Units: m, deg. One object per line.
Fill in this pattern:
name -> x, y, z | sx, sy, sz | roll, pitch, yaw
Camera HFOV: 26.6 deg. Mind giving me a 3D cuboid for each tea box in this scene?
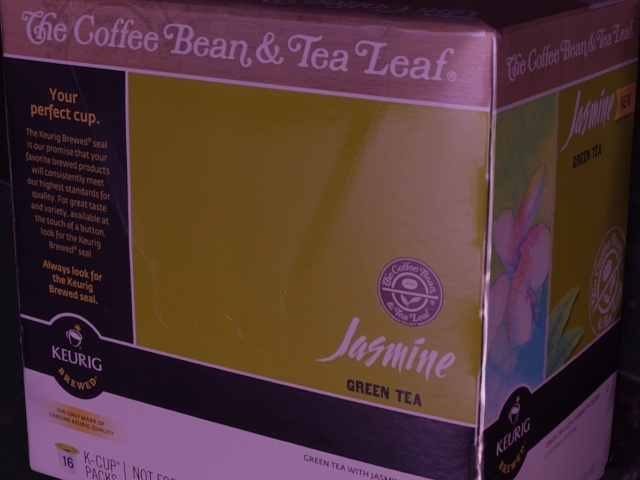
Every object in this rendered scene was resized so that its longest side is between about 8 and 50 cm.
tea box -> 0.000, 0.000, 0.842 | 0.329, 0.220, 0.323 | 11, 110, 30
